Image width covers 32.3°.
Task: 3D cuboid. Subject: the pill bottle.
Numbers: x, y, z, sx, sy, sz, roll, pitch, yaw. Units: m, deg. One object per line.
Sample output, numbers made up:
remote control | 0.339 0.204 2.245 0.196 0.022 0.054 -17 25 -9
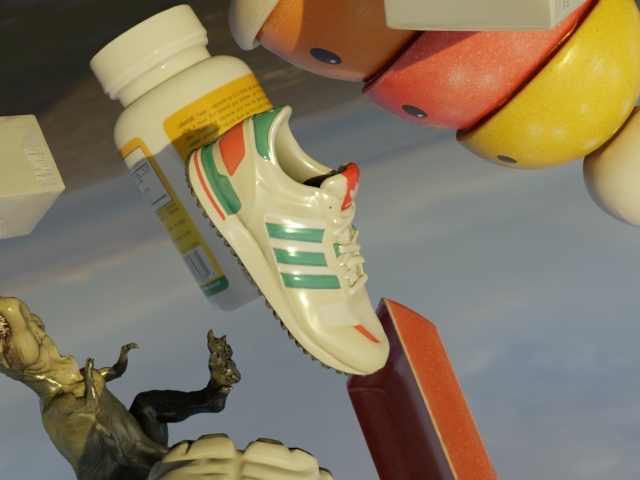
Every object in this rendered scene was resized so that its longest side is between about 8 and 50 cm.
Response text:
pill bottle | -0.080 -0.062 0.820 0.117 0.208 0.117 -31 -176 2

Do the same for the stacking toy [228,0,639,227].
stacking toy | 0.185 -0.184 1.035 0.351 0.480 0.350 -48 -176 5

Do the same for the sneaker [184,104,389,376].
sneaker | 0.000 0.000 0.601 0.075 0.161 0.057 -34 -173 22

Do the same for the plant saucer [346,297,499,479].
plant saucer | 0.102 0.206 1.020 0.047 0.259 0.258 -16 158 -14

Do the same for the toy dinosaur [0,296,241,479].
toy dinosaur | -0.088 0.125 0.622 0.118 0.268 0.064 -26 -167 8

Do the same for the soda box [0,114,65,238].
soda box | -0.390 -0.046 1.021 0.286 0.091 0.098 -11 158 -46

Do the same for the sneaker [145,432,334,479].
sneaker | -0.058 0.202 0.481 0.107 0.275 0.110 8 -140 0

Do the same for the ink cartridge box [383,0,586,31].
ink cartridge box | 0.133 -0.234 0.776 0.127 0.128 0.176 7 -149 32
